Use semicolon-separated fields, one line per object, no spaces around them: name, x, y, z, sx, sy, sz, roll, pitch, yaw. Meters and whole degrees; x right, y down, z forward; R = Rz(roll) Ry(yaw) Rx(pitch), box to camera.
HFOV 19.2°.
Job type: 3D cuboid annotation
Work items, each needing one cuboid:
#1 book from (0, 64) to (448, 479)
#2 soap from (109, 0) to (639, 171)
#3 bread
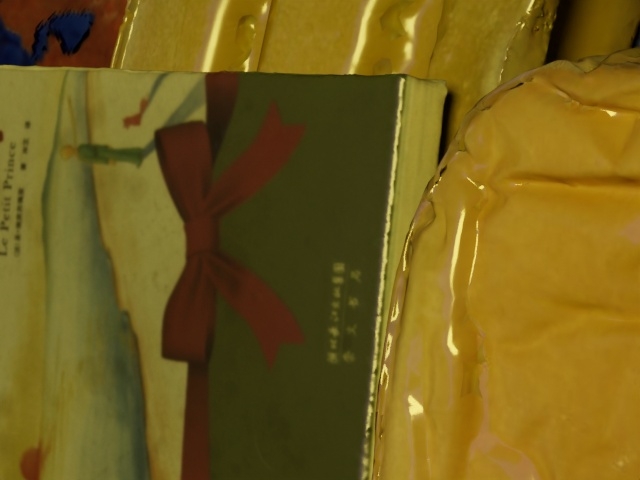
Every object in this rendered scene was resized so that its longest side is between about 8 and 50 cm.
book;-0.083;0.031;0.719;0.289;0.026;0.201;4;89;37
soap;0.000;0.000;0.730;0.199;0.091;0.315;17;96;39
bread;0.120;0.059;0.595;0.179;0.133;0.250;5;93;34
